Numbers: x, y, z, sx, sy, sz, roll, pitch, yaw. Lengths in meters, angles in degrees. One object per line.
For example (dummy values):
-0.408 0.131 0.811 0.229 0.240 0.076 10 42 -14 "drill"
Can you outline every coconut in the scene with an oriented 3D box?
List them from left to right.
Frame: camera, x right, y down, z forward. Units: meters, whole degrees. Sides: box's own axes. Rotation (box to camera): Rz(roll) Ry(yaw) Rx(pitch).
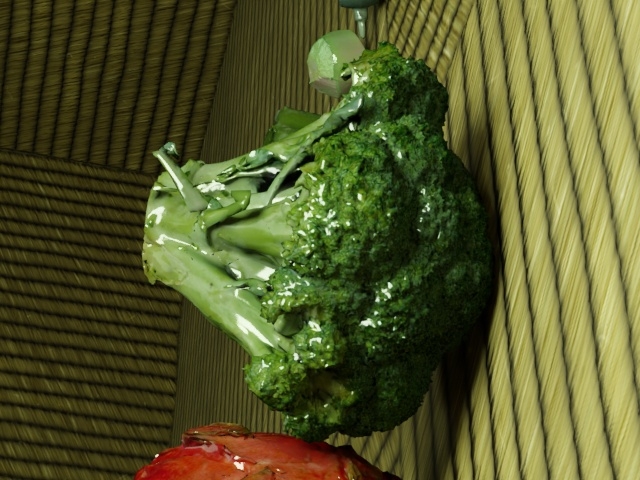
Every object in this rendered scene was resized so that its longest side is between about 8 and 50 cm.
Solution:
0.023 -0.219 1.984 0.082 0.081 0.083 2 107 50 "coconut"

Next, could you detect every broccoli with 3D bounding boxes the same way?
0.000 0.000 1.278 0.321 0.283 0.303 -53 -30 -68 "broccoli"

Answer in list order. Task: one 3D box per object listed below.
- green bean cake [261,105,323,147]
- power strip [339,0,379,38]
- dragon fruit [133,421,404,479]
-0.030 -0.037 2.003 0.200 0.113 0.214 108 168 -46 "green bean cake"
0.037 -0.367 1.918 0.167 0.054 0.253 -90 -7 -58 "power strip"
-0.041 0.292 1.282 0.295 0.302 0.295 25 -90 -85 "dragon fruit"
